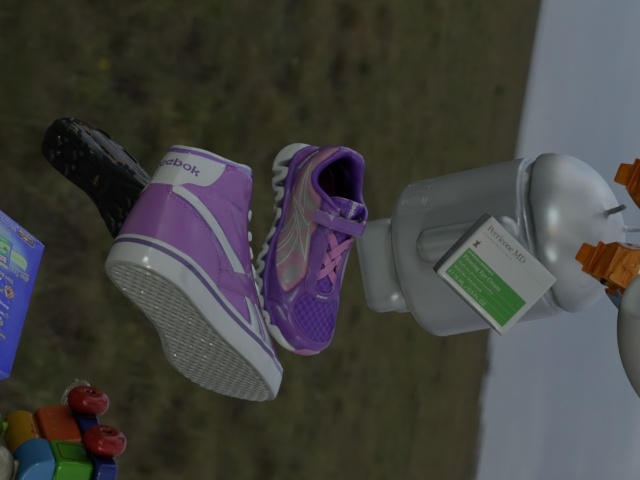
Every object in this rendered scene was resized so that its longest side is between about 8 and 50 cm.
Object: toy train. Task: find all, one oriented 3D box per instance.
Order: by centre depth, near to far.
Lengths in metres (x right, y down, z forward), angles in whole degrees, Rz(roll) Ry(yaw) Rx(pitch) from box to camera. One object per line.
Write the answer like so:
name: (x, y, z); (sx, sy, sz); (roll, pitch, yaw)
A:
toy train: (-0.290, 0.188, 1.683); (0.248, 0.143, 0.105); (-130, -126, -62)

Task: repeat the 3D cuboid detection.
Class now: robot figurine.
robot figurine: (0.425, 0.029, 1.925); (0.085, 0.291, 0.211); (22, -96, 52)
robot figurine: (0.224, 0.005, 2.110); (0.300, 0.353, 0.200); (-2, 81, -68)

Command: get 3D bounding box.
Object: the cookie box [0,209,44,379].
cookie box: (-0.230, 0.025, 1.076); (0.092, 0.040, 0.107); (44, 40, -36)

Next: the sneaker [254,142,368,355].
sneaker: (0.000, 0.000, 1.755); (0.104, 0.095, 0.236); (-17, -119, 46)

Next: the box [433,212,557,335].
box: (0.186, 0.035, 1.823); (0.087, 0.101, 0.102); (-46, -179, 2)

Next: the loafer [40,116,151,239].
loafer: (-0.209, -0.052, 1.834); (0.076, 0.223, 0.078); (-52, 161, 23)

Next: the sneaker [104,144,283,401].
sneaker: (-0.080, 0.025, 1.476); (0.282, 0.102, 0.161); (66, 38, -55)

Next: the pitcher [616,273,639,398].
pitcher: (0.343, 0.104, 1.347); (0.207, 0.178, 0.125); (57, 21, -24)
